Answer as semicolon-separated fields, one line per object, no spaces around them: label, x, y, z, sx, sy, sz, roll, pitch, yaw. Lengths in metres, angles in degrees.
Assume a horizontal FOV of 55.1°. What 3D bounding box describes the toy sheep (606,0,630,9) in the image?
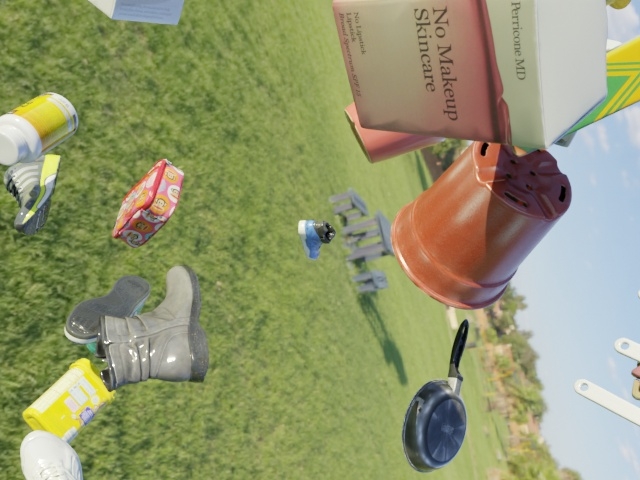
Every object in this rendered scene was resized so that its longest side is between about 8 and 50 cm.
toy sheep;0.378;-0.366;0.840;0.132;0.091;0.091;34;32;-17

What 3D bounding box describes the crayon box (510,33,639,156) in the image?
crayon box;0.427;-0.237;0.902;0.081;0.318;0.202;62;26;-4

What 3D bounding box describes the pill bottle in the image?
pill bottle;-0.672;-0.257;1.429;0.215;0.117;0.117;-66;142;-55

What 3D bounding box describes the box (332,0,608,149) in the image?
box;0.146;-0.193;0.616;0.127;0.232;0.149;-37;125;-31

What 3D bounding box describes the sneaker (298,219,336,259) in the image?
sneaker;0.000;0.001;1.566;0.152;0.084;0.058;73;19;-51

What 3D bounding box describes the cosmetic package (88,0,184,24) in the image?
cosmetic package;-0.354;-0.508;1.122;0.183;0.151;0.151;42;34;24

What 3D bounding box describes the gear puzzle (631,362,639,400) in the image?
gear puzzle;0.541;0.086;0.834;0.339;0.175;0.044;-57;140;-34

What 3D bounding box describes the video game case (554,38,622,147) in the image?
video game case;0.397;-0.319;1.238;0.329;0.300;0.036;75;36;-68

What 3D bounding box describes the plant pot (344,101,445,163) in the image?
plant pot;0.223;-0.380;1.926;0.275;0.243;0.275;63;3;-5

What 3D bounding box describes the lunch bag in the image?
lunch bag;-0.581;-0.136;2.094;0.120;0.293;0.258;32;43;-28

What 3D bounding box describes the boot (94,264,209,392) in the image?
boot;-0.377;0.172;1.350;0.338;0.222;0.118;-115;-145;-48

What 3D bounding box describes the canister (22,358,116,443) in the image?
canister;-0.563;0.369;1.383;0.126;0.073;0.170;57;40;-14

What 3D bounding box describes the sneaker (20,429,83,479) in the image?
sneaker;-0.444;0.433;1.052;0.232;0.090;0.115;62;-24;3

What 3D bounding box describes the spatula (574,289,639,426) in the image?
spatula;0.372;0.137;0.550;0.019;0.168;0.242;42;-9;-39

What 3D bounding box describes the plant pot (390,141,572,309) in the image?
plant pot;0.312;-0.048;1.167;0.265;0.272;0.272;121;-27;-51

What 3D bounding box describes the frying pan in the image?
frying pan;0.285;0.351;1.321;0.326;0.053;0.197;-46;120;-28

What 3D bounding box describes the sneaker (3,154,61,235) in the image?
sneaker;-0.752;-0.125;1.574;0.300;0.121;0.111;-105;-147;-49

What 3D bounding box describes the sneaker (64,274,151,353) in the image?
sneaker;-0.521;0.211;1.459;0.178;0.123;0.295;-63;176;22
